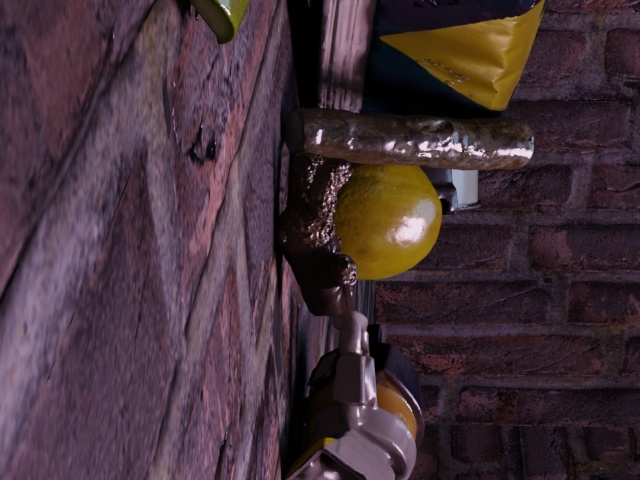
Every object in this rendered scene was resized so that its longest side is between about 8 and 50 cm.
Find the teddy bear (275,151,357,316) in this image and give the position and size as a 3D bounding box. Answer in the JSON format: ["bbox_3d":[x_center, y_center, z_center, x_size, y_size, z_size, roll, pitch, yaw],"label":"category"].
[{"bbox_3d":[-0.008,0.000,1.239,0.119,0.078,0.160,16,-63,59],"label":"teddy bear"}]

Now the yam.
[{"bbox_3d":[0.095,-0.105,1.334,0.061,0.274,0.061,-4,-95,64],"label":"yam"}]

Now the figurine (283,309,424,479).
[{"bbox_3d":[0.041,0.218,1.422,0.308,0.143,0.308,19,90,-88],"label":"figurine"}]

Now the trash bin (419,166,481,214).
[{"bbox_3d":[0.104,-0.172,1.702,0.277,0.217,0.262,-161,-110,-69],"label":"trash bin"}]

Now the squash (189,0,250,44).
[{"bbox_3d":[-0.044,-0.220,0.759,0.200,0.075,0.090,-66,148,-18],"label":"squash"}]

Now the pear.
[{"bbox_3d":[0.045,-0.031,1.391,0.149,0.162,0.148,-176,-90,-76],"label":"pear"}]

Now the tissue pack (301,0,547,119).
[{"bbox_3d":[0.116,-0.305,1.361,0.416,0.253,0.264,100,2,-62],"label":"tissue pack"}]
